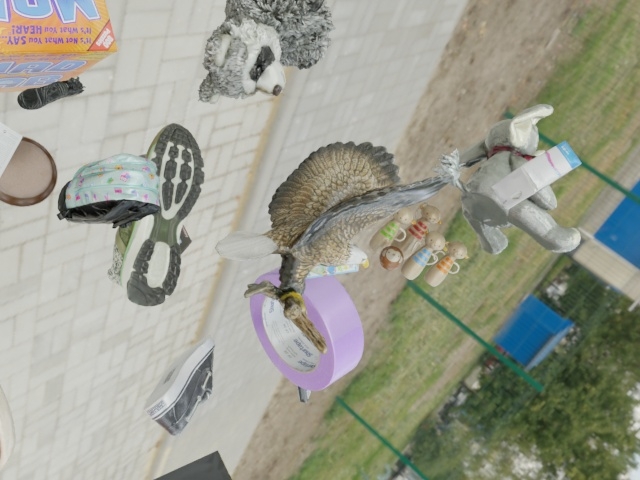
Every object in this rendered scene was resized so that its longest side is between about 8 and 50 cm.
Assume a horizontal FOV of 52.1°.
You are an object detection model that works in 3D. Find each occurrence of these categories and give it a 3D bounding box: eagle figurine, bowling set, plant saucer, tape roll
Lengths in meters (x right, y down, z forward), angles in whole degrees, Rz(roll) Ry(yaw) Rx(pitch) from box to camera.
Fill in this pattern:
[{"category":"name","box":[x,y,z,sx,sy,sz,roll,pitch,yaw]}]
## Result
[{"category":"eagle figurine","box":[0.019,-0.023,0.960,0.298,0.226,0.225,-58,164,7]},{"category":"bowling set","box":[0.212,-0.004,1.484,0.154,0.287,0.200,-51,-176,17]},{"category":"plant saucer","box":[-0.691,-0.161,1.509,0.168,0.168,0.029,-53,-159,11]},{"category":"tape roll","box":[-0.035,0.182,1.419,0.090,0.275,0.275,-25,150,-36]}]

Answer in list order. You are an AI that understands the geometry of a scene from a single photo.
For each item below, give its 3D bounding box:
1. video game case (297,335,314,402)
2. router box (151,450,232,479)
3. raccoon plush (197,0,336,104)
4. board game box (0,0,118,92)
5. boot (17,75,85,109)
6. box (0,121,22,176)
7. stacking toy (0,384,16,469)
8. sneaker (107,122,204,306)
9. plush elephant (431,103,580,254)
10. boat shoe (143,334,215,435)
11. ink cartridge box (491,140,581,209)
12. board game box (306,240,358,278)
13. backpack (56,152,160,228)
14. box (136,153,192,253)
[{"category":"video game case","box":[-0.010,0.271,1.764,0.196,0.026,0.274,84,21,-48]},{"category":"router box","box":[-0.289,0.449,0.967,0.309,0.081,0.243,-17,150,-30]},{"category":"raccoon plush","box":[-0.190,-0.452,1.350,0.299,0.446,0.216,-30,144,-25]},{"category":"board game box","box":[-0.762,-0.564,1.541,0.356,0.357,0.356,-9,-173,43]},{"category":"boot","box":[-0.580,-0.319,1.420,0.121,0.045,0.099,-18,-164,9]},{"category":"box","box":[-0.720,-0.175,1.338,0.170,0.130,0.091,-66,154,-10]},{"category":"stacking toy","box":[-0.855,0.385,1.196,0.480,0.350,0.351,-31,153,-49]},{"category":"sneaker","box":[-0.394,-0.068,1.458,0.158,0.182,0.410,24,78,-53]},{"category":"plush elephant","box":[0.427,-0.153,1.466,0.255,0.330,0.272,-53,-166,-19]},{"category":"boat shoe","box":[-0.286,0.317,1.452,0.108,0.102,0.301,-35,-169,16]},{"category":"ink cartridge box","box":[0.366,-0.111,1.115,0.122,0.052,0.088,-29,173,-29]},{"category":"board game box","box":[0.000,0.000,1.167,0.026,0.103,0.154,-82,158,-48]},{"category":"backpack","box":[-0.379,-0.089,1.207,0.182,0.115,0.152,-11,173,38]},{"category":"box","box":[-0.467,-0.084,1.792,0.073,0.295,0.293,-22,-170,5]}]
